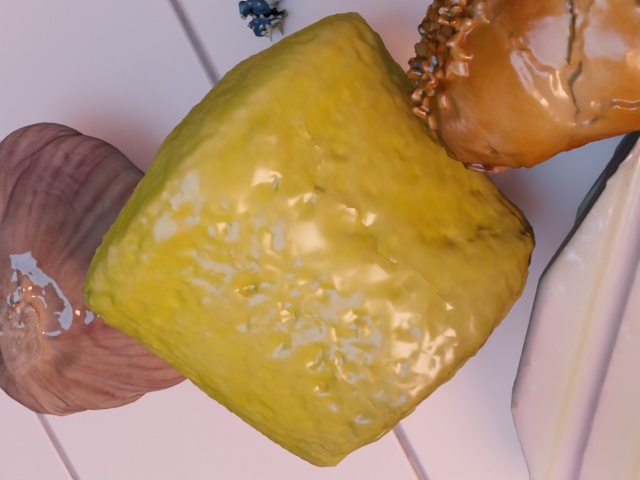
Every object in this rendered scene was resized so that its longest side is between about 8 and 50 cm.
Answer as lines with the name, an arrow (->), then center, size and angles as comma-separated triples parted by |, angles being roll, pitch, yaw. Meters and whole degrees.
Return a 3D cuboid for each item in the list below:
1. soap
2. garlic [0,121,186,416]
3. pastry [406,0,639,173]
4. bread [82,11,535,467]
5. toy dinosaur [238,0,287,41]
soap -> 0.317, 0.083, 1.001 | 0.261, 0.156, 0.446 | 18, 119, 22
garlic -> -0.271, 0.040, 1.250 | 0.318, 0.259, 0.317 | 3, 114, 7
pastry -> 0.199, -0.186, 0.892 | 0.311, 0.255, 0.162 | -24, 122, 34
bread -> 0.000, 0.000, 1.044 | 0.308, 0.348, 0.348 | 39, 125, -2
toy dinosaur -> -0.055, -0.237, 1.148 | 0.047, 0.030, 0.083 | 4, 114, 27
